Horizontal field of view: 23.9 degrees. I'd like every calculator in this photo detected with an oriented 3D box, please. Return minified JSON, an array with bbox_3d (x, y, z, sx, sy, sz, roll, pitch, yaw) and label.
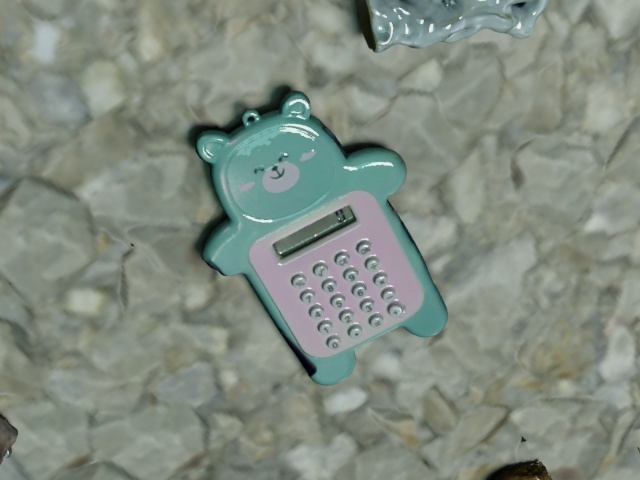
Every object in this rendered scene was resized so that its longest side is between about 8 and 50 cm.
[{"bbox_3d":[0.000,0.000,0.644,0.094,0.019,0.141,-28,121,4],"label":"calculator"}]

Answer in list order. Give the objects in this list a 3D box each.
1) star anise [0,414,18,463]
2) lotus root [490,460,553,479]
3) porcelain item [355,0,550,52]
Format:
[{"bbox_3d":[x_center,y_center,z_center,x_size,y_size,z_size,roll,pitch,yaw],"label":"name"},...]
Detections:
[{"bbox_3d":[-0.216,0.098,0.564,0.208,0.063,0.171,-54,126,-27],"label":"star anise"},{"bbox_3d":[0.091,0.148,0.738,0.037,0.030,0.083,6,115,-16],"label":"lotus root"},{"bbox_3d":[0.057,-0.096,0.603,0.083,0.028,0.036,-12,136,-10],"label":"porcelain item"}]
